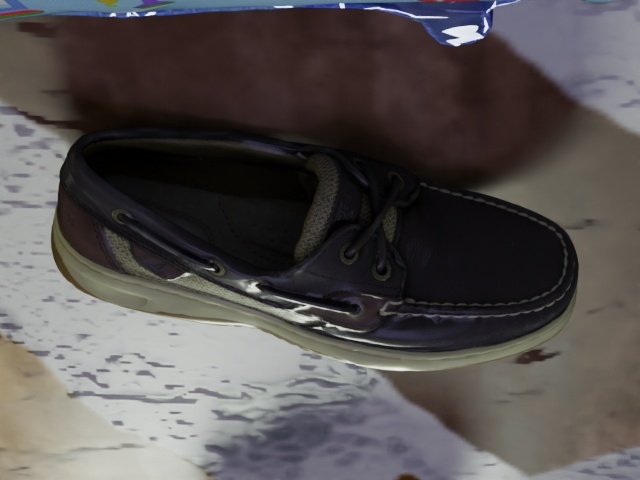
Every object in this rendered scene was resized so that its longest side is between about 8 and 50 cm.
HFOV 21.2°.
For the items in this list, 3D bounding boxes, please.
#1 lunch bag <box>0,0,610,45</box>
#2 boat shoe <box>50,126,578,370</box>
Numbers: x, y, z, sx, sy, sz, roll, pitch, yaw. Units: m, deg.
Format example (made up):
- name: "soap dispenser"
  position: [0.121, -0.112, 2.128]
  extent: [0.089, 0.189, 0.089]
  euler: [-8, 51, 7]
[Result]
- name: "lunch bag"
  position: [0.007, -0.119, 0.271]
  extent: [0.221, 0.138, 0.293]
  euler: [-3, 157, 7]
- name: "boat shoe"
  position: [0.000, 0.000, 0.477]
  extent: [0.152, 0.056, 0.049]
  euler: [5, 150, -3]
